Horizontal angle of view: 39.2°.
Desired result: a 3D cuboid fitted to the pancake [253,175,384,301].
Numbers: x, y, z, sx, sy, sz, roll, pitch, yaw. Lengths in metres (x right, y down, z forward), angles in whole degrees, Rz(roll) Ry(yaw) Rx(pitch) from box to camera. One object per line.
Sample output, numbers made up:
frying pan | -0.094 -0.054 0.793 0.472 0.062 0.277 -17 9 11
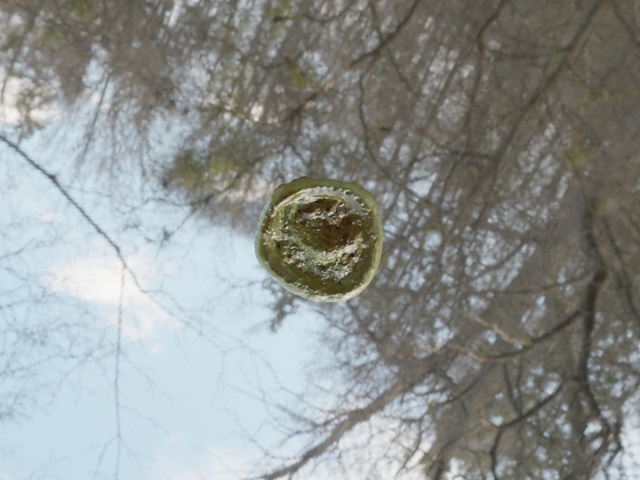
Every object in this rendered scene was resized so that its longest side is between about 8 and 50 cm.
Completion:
pancake | -0.001 0.000 0.708 0.108 0.108 0.017 21 -174 -7
